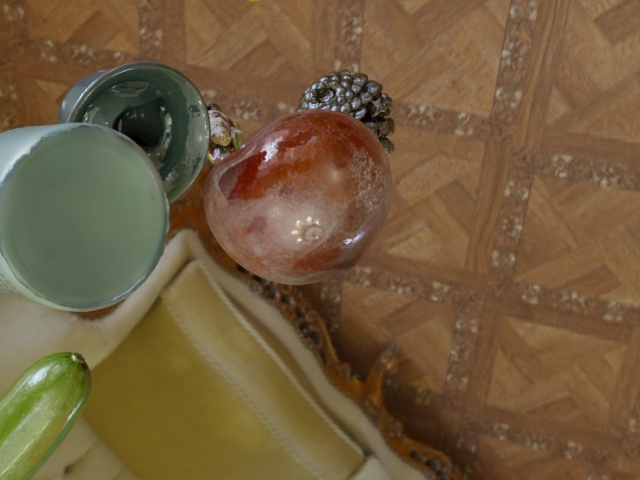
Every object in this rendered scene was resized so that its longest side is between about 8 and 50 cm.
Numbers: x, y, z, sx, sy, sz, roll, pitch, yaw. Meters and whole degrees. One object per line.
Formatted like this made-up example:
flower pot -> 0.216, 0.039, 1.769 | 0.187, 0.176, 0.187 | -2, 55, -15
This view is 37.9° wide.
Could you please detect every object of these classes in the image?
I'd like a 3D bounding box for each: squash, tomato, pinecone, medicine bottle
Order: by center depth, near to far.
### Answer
medicine bottle -> -0.206, -0.020, 0.693 | 0.168, 0.135, 0.135 | 6, 131, 50
squash -> -0.323, 0.204, 1.045 | 0.188, 0.095, 0.095 | -45, 103, 2
tomato -> -0.021, -0.055, 1.311 | 0.270, 0.270, 0.227 | -35, 84, 35
pinecone -> 0.046, -0.212, 1.710 | 0.184, 0.179, 0.204 | 9, 160, 19

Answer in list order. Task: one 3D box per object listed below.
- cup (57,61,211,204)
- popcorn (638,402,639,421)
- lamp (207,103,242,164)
cup -> -0.262, -0.146, 1.199 | 0.150, 0.199, 0.199 | 32, 142, 47
popcorn -> 0.583, 0.219, 1.163 | 0.354, 0.390, 0.344 | 2, 117, 35
lamp -> -0.230, -0.228, 2.067 | 0.118, 0.253, 0.118 | -6, 114, -15
